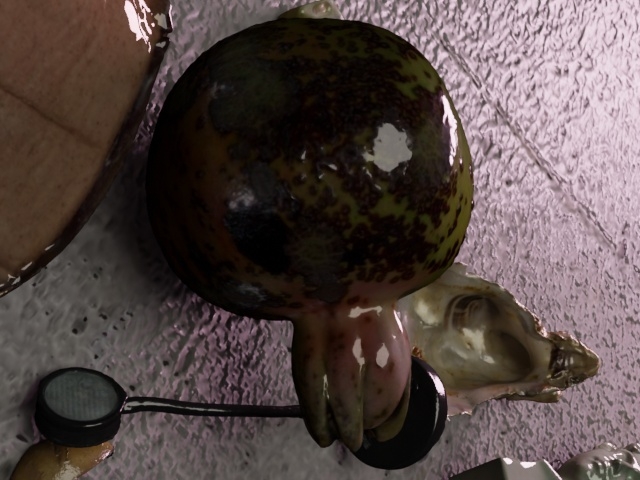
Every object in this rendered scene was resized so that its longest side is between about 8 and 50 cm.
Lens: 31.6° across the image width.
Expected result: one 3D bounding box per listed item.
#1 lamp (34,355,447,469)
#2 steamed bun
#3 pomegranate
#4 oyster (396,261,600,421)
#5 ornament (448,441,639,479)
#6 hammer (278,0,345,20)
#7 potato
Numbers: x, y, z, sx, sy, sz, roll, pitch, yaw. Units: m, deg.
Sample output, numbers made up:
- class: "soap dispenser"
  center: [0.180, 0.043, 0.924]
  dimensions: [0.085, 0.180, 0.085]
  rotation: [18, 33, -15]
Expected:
- class: "lamp"
  center: [-0.061, 0.166, 0.963]
  dimensions: [0.371, 0.130, 0.108]
  rotation: [-6, 129, -38]
- class: "steamed bun"
  center: [-0.263, -0.120, 0.764]
  dimensions: [0.251, 0.199, 0.301]
  rotation: [49, 63, -46]
- class: "pomegranate"
  center: [0.000, 0.000, 0.913]
  dimensions: [0.285, 0.285, 0.340]
  rotation: [0, 75, -42]
- class: "oyster"
  center: [0.171, 0.114, 1.182]
  dimensions: [0.233, 0.107, 0.161]
  rotation: [12, 80, -21]
- class: "ornament"
  center: [0.256, 0.285, 1.208]
  dimensions: [0.285, 0.130, 0.120]
  rotation: [-2, 68, -34]
- class: "hammer"
  center: [0.032, -0.129, 1.121]
  dimensions: [0.159, 0.041, 0.226]
  rotation: [-31, 103, -41]
- class: "potato"
  center: [-0.199, 0.167, 0.870]
  dimensions: [0.093, 0.037, 0.036]
  rotation: [-31, 99, -40]
